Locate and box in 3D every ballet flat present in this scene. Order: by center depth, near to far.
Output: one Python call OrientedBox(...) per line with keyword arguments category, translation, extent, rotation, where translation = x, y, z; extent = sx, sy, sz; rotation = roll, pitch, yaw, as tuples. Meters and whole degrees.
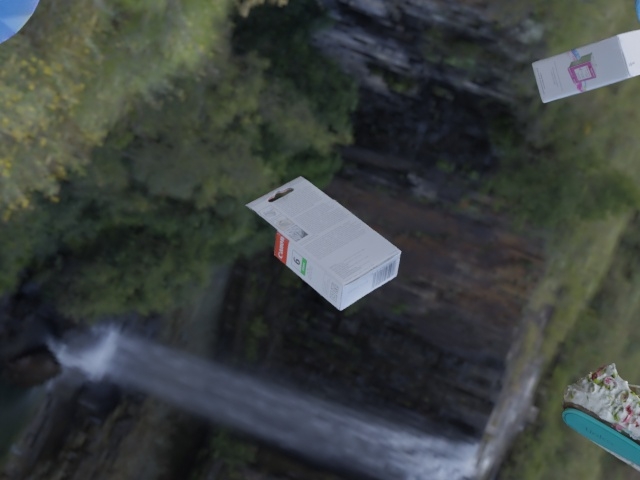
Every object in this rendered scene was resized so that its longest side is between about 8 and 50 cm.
OrientedBox(category="ballet flat", translation=(0.342, 0.199, 1.130), extent=(0.077, 0.241, 0.091), rotation=(-47, 162, -22))

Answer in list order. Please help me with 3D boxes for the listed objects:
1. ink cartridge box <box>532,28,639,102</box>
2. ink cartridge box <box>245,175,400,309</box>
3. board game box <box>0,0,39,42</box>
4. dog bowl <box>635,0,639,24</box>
OrientedBox(category="ink cartridge box", translation=(0.322, -0.203, 1.371), extent=(0.088, 0.122, 0.052), rotation=(-20, 96, -43))
OrientedBox(category="ink cartridge box", translation=(0.000, 0.000, 0.928), extent=(0.063, 0.115, 0.029), rotation=(-29, 143, -33))
OrientedBox(category="board game box", translation=(-0.245, -0.212, 0.790), extent=(0.169, 0.133, 0.033), rotation=(69, 28, -20))
OrientedBox(category="dog bowl", translation=(0.337, -0.106, 0.862), extent=(0.074, 0.297, 0.166), rotation=(-36, 149, 5))
